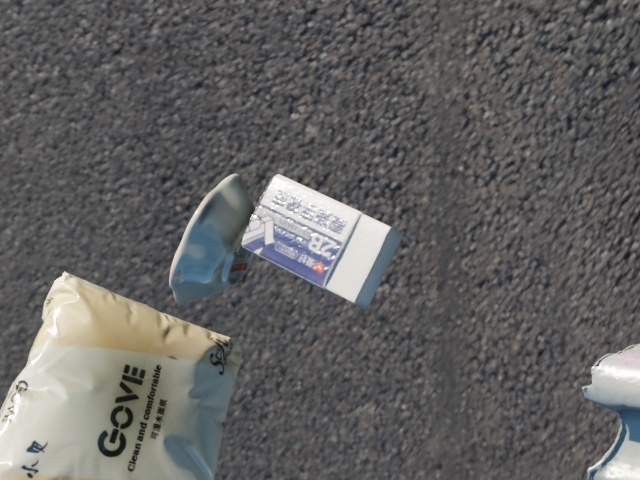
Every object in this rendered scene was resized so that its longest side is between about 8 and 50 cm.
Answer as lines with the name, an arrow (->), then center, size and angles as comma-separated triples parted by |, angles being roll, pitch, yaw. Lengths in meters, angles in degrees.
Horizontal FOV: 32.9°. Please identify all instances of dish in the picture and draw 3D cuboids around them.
dish -> -0.148, 0.012, 1.711 | 0.081, 0.229, 0.229 | 26, 126, 12

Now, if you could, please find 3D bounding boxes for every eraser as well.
eraser -> 0.000, 0.000, 1.571 | 0.210, 0.068, 0.125 | 26, 87, 28

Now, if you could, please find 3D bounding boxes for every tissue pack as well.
tissue pack -> -0.320, 0.275, 1.726 | 0.390, 0.376, 0.195 | 19, 150, -17

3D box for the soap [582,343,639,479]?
soap -> 0.405, 0.114, 0.902 | 0.302, 0.258, 0.159 | 6, 124, 36
